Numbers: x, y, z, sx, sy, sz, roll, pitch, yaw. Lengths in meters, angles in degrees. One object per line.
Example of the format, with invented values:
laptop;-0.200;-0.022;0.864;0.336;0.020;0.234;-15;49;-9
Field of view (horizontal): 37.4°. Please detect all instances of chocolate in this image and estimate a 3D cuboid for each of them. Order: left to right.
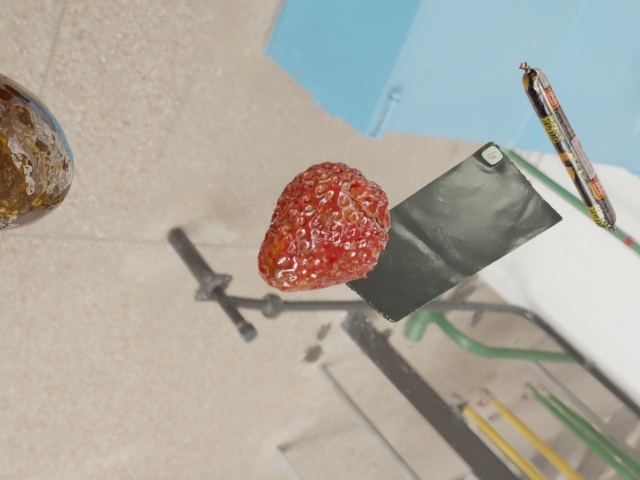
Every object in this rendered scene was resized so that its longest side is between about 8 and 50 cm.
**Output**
chocolate;-0.310;-0.075;0.859;0.176;0.177;0.177;-23;136;-25

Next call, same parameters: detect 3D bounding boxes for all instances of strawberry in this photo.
strawberry;0.000;0.000;0.528;0.083;0.073;0.073;-55;153;-43

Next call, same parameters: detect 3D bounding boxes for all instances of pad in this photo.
pad;0.104;-0.001;0.835;0.193;0.004;0.116;-35;124;23

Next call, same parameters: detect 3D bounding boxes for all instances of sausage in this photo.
sausage;0.237;-0.086;0.898;0.025;0.028;0.198;-24;112;25
